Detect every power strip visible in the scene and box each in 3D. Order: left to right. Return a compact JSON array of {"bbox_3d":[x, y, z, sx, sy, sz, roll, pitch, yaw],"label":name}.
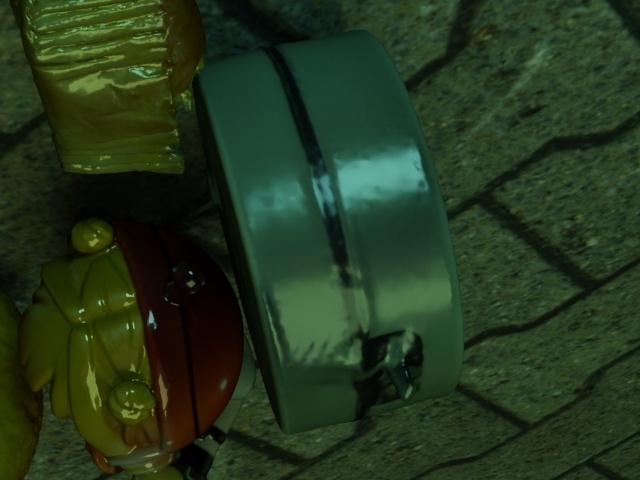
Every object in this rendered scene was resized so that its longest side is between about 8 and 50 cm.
[{"bbox_3d":[0.000,0.000,0.961,0.161,0.357,0.357,-14,141,-7],"label":"power strip"}]

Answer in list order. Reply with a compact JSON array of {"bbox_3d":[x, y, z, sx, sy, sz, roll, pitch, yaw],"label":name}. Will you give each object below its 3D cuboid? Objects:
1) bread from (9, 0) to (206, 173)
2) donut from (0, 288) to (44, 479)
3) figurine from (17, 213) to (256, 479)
[{"bbox_3d":[-0.164,-0.167,0.849,0.133,0.179,0.250,-14,141,-11],"label":"bread"},{"bbox_3d":[-0.441,0.166,0.996,0.435,0.377,0.163,13,132,-39],"label":"donut"},{"bbox_3d":[-0.164,0.102,1.051,0.196,0.320,0.323,-19,161,0],"label":"figurine"}]
